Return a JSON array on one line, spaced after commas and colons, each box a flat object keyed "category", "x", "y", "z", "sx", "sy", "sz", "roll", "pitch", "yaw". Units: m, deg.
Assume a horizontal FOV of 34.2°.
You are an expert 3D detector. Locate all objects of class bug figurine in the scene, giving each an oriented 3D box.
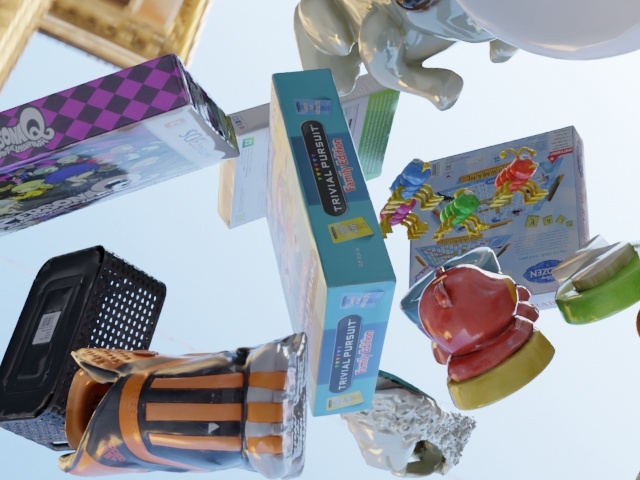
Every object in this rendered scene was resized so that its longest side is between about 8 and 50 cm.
[{"category": "bug figurine", "x": 0.191, "y": -0.069, "z": 1.568, "sx": 0.279, "sy": 0.216, "sz": 0.072, "roll": -4, "pitch": -114, "yaw": -28}]

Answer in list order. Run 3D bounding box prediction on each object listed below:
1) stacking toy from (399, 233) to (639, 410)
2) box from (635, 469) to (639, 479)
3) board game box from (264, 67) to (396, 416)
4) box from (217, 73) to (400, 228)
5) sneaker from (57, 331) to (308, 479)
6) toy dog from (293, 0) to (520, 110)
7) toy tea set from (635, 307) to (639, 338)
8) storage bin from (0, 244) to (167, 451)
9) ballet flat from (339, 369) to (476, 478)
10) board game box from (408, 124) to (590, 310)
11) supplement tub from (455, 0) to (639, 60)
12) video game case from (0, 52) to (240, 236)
[{"category": "stacking toy", "x": 0.218, "y": 0.036, "z": 1.160, "sx": 0.130, "sy": 0.279, "sz": 0.309, "roll": 57, "pitch": 180, "yaw": -7}, {"category": "box", "x": 0.528, "y": 0.309, "z": 1.246, "sx": 0.275, "sy": 0.113, "sz": 0.094, "roll": 23, "pitch": -167, "yaw": -18}, {"category": "board game box", "x": 0.000, "y": 0.000, "z": 1.251, "sx": 0.079, "sy": 0.254, "sz": 0.336, "roll": -6, "pitch": -130, "yaw": -10}, {"category": "box", "x": -0.021, "y": -0.159, "z": 1.790, "sx": 0.322, "sy": 0.232, "sz": 0.058, "roll": -19, "pitch": -125, "yaw": -24}, {"category": "sneaker", "x": -0.102, "y": 0.126, "z": 0.823, "sx": 0.180, "sy": 0.321, "sz": 0.125, "roll": 1, "pitch": -103, "yaw": 4}, {"category": "toy dog", "x": 0.145, "y": -0.385, "z": 1.448, "sx": 0.284, "sy": 0.408, "sz": 0.395, "roll": -25, "pitch": -70, "yaw": -19}, {"category": "toy tea set", "x": 0.564, "y": 0.102, "z": 1.335, "sx": 0.124, "sy": 0.200, "sz": 0.336, "roll": 15, "pitch": -169, "yaw": -40}, {"category": "storage bin", "x": -0.239, "y": 0.106, "z": 1.016, "sx": 0.084, "sy": 0.122, "sz": 0.180, "roll": 35, "pitch": -123, "yaw": -36}, {"category": "ballet flat", "x": 0.124, "y": 0.271, "z": 1.478, "sx": 0.409, "sy": 0.147, "sz": 0.147, "roll": 33, "pitch": -153, "yaw": -58}, {"category": "board game box", "x": 0.309, "y": -0.020, "z": 1.823, "sx": 0.066, "sy": 0.318, "sz": 0.318, "roll": 40, "pitch": -133, "yaw": -48}, {"category": "supplement tub", "x": 0.243, "y": -0.305, "z": 0.834, "sx": 0.235, "sy": 0.235, "sz": 0.325, "roll": 40, "pitch": -138, "yaw": 4}, {"category": "video game case", "x": -0.183, "y": -0.055, "z": 0.731, "sx": 0.232, "sy": 0.210, "sz": 0.042, "roll": -18, "pitch": -95, "yaw": 2}]
